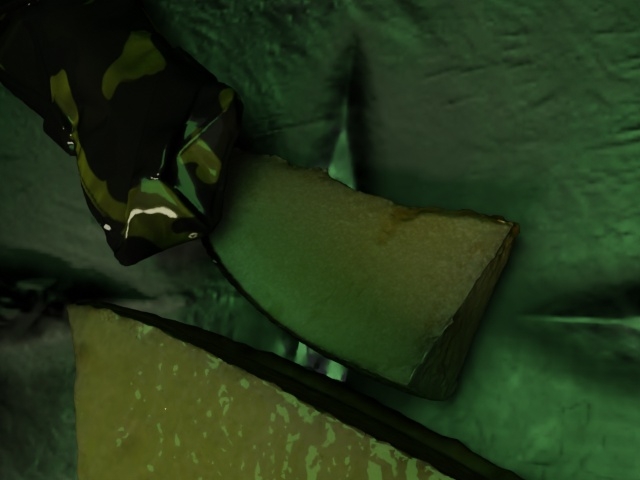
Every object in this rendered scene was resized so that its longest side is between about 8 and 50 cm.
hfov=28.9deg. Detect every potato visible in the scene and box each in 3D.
[{"bbox_3d":[-0.033,0.191,0.562,0.269,0.112,0.255,24,90,24],"label":"potato"}]

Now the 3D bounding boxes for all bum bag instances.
[{"bbox_3d":[-0.117,-0.082,0.665,0.106,0.060,0.232,-48,60,8],"label":"bum bag"}]

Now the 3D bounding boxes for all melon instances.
[{"bbox_3d":[-0.001,0.008,0.622,0.182,0.054,0.098,18,79,26],"label":"melon"}]
